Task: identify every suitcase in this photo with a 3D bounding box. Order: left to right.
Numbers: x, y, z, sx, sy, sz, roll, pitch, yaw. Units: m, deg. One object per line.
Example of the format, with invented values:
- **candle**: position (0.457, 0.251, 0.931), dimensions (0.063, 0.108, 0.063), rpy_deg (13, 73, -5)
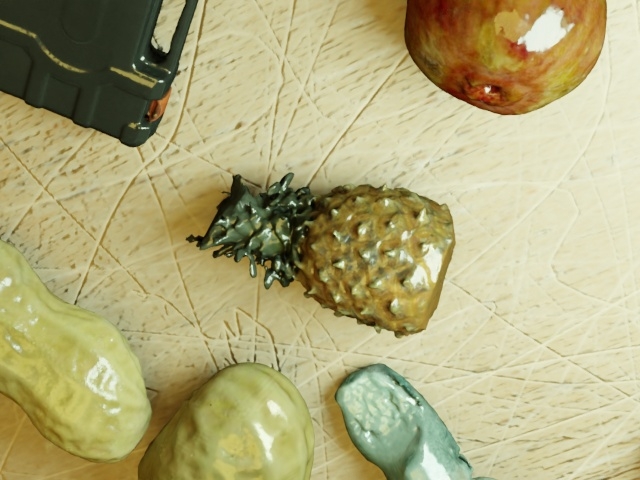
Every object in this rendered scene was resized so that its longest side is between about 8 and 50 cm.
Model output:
- **suitcase**: position (-0.222, -0.246, 1.139), dimensions (0.206, 0.066, 0.286), rpy_deg (22, 125, -3)

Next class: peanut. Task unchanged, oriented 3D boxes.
- **peanut**: position (-0.313, 0.119, 1.290), dimensions (0.313, 0.149, 0.149), rpy_deg (41, 109, -6)
- **peanut**: position (-0.124, 0.314, 1.329), dimensions (0.192, 0.169, 0.387), rpy_deg (18, 112, 4)

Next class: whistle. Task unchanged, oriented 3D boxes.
- **whistle**: position (0.139, 0.294, 1.325), dimensions (0.189, 0.189, 0.348), rpy_deg (-31, 84, 16)

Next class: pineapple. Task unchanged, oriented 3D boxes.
- **pineapple**: position (0.000, 0.000, 1.220), dimensions (0.278, 0.158, 0.158), rpy_deg (16, 113, 13)

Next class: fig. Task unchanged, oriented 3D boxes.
- **fig**: position (0.175, -0.224, 1.091), dimensions (0.205, 0.205, 0.205), rpy_deg (2, 112, 4)
